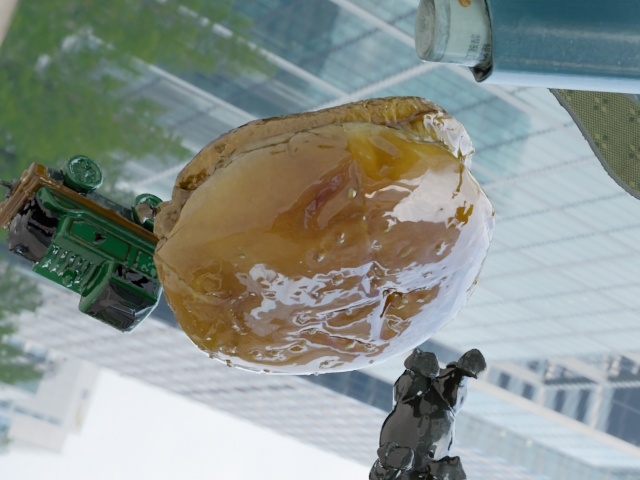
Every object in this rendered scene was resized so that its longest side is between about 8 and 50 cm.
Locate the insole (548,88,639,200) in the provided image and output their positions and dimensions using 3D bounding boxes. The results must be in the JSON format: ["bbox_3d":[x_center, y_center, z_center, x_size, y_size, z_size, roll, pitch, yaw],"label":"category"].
[{"bbox_3d":[0.381,-0.162,1.607,0.109,0.322,0.007,-39,176,-4],"label":"insole"}]

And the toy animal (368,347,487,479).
[{"bbox_3d":[0.044,0.119,0.628,0.065,0.047,0.135,120,-11,-61],"label":"toy animal"}]

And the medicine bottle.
[{"bbox_3d":[0.209,-0.188,1.044,0.079,0.258,0.124,145,-56,-74],"label":"medicine bottle"}]

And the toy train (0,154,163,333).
[{"bbox_3d":[-0.228,0.005,1.234,0.091,0.228,0.136,-44,-151,36],"label":"toy train"}]

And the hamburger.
[{"bbox_3d":[0.000,0.000,1.112,0.290,0.314,0.170,89,-12,-50],"label":"hamburger"}]
